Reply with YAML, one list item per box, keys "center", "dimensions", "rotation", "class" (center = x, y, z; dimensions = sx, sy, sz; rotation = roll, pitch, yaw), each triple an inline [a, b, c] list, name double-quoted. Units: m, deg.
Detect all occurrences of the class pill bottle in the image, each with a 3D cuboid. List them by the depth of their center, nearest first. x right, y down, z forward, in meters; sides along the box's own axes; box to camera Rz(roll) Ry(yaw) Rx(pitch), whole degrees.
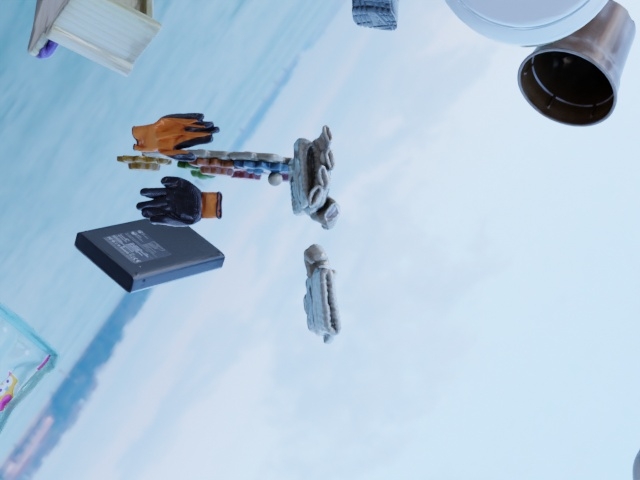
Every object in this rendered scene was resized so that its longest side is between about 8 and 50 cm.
- center: [0.133, -0.185, 0.641]
  dimensions: [0.119, 0.119, 0.208]
  rotation: [-52, 176, 15]
  class: "pill bottle"

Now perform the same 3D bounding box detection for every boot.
- center: [0.076, -0.387, 1.289]
  dimensions: [0.246, 0.083, 0.161]
  rotation: [63, 37, -81]
  class: "boot"

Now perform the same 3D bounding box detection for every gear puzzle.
- center: [-0.178, -0.111, 1.527]
  dimensions: [0.175, 0.339, 0.044]
  rotation: [4, 91, -62]
  class: "gear puzzle"

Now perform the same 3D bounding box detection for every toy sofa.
- center: [-0.369, -0.438, 1.663]
  dimensions: [0.177, 0.150, 0.362]
  rotation: [-41, -140, 34]
  class: "toy sofa"

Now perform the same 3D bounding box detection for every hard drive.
- center: [-0.180, 0.010, 1.063]
  dimensions: [0.135, 0.094, 0.022]
  rotation: [-16, 134, -50]
  class: "hard drive"

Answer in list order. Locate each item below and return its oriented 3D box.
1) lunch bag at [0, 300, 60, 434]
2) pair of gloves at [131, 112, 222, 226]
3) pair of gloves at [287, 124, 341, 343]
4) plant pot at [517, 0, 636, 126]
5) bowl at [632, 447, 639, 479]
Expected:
- center: [-0.412, 0.059, 0.930]
  dimensions: [0.223, 0.262, 0.160]
  rotation: [15, -119, 42]
  class: "lunch bag"
- center: [-0.105, -0.052, 0.732]
  dimensions: [0.010, 0.074, 0.083]
  rotation: [-6, 93, -64]
  class: "pair of gloves"
- center: [0.000, 0.000, 1.159]
  dimensions: [0.204, 0.042, 0.240]
  rotation: [125, -40, -79]
  class: "pair of gloves"
- center: [0.431, -0.303, 1.631]
  dimensions: [0.165, 0.167, 0.167]
  rotation: [-58, -172, -28]
  class: "plant pot"
- center: [0.358, 0.182, 0.897]
  dimensions: [0.142, 0.053, 0.142]
  rotation: [-8, 156, -35]
  class: "bowl"
